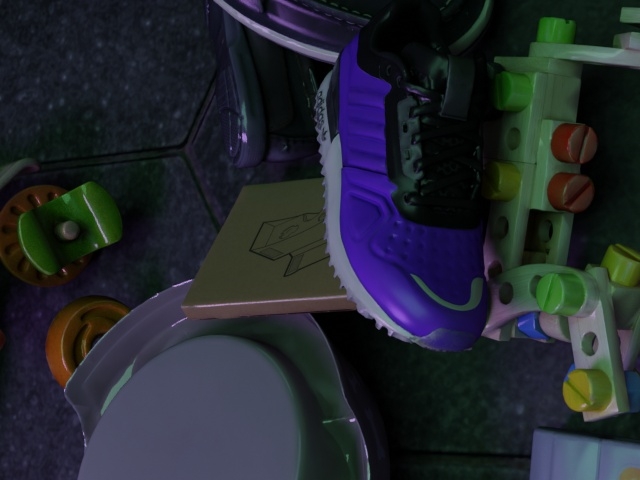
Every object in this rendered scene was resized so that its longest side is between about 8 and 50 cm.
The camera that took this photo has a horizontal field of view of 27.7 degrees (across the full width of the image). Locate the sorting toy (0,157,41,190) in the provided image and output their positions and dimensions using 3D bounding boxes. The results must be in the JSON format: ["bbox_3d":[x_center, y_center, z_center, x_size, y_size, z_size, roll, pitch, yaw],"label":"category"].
[{"bbox_3d":[-0.398,-0.017,1.306,0.193,0.208,0.038,-7,123,54],"label":"sorting toy"}]

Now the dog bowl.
[{"bbox_3d":[-0.094,0.208,1.093,0.348,0.102,0.349,-19,55,31],"label":"dog bowl"}]

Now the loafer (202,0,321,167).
[{"bbox_3d":[-0.054,-0.211,1.193,0.109,0.095,0.303,133,131,-67],"label":"loafer"}]

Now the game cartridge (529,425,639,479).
[{"bbox_3d":[0.281,0.248,0.919,0.297,0.062,0.198,3,81,34],"label":"game cartridge"}]

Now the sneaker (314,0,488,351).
[{"bbox_3d":[0.071,-0.065,0.933,0.146,0.102,0.293,-55,36,41],"label":"sneaker"}]

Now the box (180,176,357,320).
[{"bbox_3d":[0.000,0.000,1.082,0.201,0.021,0.164,-5,38,26],"label":"box"}]

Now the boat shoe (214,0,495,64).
[{"bbox_3d":[-0.069,-0.317,1.075,0.500,0.156,0.187,40,81,6],"label":"boat shoe"}]

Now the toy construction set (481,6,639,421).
[{"bbox_3d":[0.193,-0.042,0.955,0.215,0.151,0.328,15,84,59],"label":"toy construction set"}]

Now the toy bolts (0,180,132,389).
[{"bbox_3d":[-0.300,0.073,1.263,0.158,0.228,0.218,-13,101,60],"label":"toy bolts"}]
